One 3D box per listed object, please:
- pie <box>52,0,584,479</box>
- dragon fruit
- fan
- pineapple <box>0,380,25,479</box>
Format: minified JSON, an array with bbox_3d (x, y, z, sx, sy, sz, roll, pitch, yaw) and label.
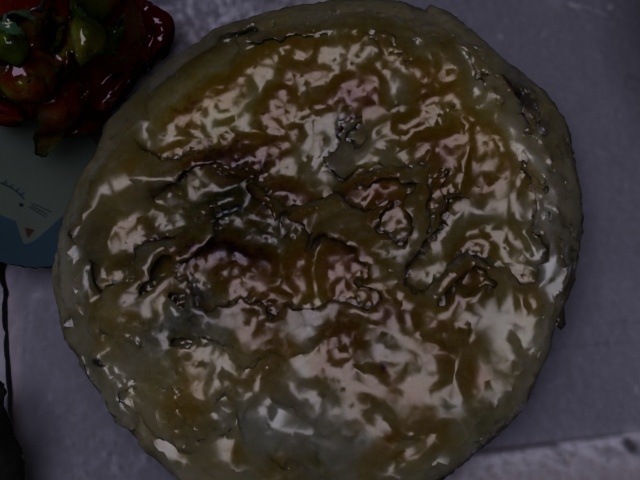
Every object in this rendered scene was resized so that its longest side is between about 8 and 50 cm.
[{"bbox_3d":[0.000,0.000,0.770,0.339,0.077,0.339,-2,77,9],"label":"pie"},{"bbox_3d":[-0.158,-0.124,0.792,0.138,0.175,0.142,-4,99,-9],"label":"dragon fruit"},{"bbox_3d":[-0.178,-0.064,0.824,0.113,0.005,0.175,31,63,-18],"label":"fan"},{"bbox_3d":[-0.321,0.179,0.755,0.310,0.141,0.170,-24,49,-5],"label":"pineapple"}]
